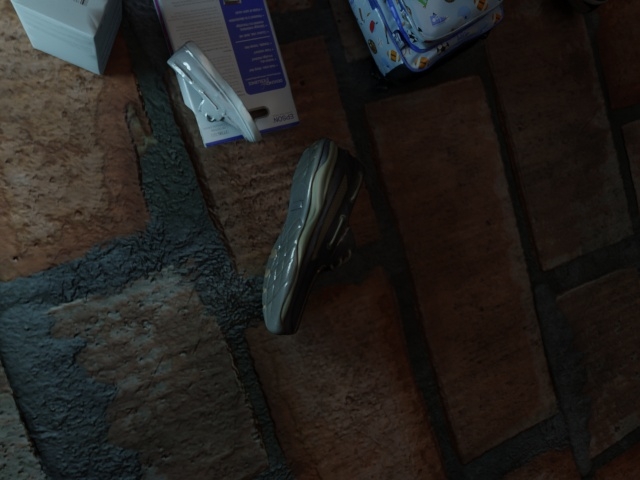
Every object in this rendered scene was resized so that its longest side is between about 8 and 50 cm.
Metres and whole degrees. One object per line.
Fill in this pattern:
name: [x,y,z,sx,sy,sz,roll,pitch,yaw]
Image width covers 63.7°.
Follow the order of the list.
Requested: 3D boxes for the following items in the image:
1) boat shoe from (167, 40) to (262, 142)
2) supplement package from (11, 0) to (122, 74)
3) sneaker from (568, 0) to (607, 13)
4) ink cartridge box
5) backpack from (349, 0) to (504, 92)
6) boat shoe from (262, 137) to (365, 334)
boat shoe: [-0.166,-0.221,0.807,0.063,0.066,0.184,-38,106,-1]
supplement package: [-0.350,-0.326,0.732,0.105,0.179,0.105,19,84,-21]
sneaker: [0.530,-0.615,1.126,0.100,0.108,0.271,-28,85,-1]
ink cartridge box: [-0.169,-0.351,0.865,0.176,0.069,0.370,-18,95,-20]
backpack: [0.177,-0.453,0.933,0.277,0.213,0.263,-34,92,-15]
boat shoe: [0.000,0.000,0.902,0.130,0.132,0.355,18,85,-20]
